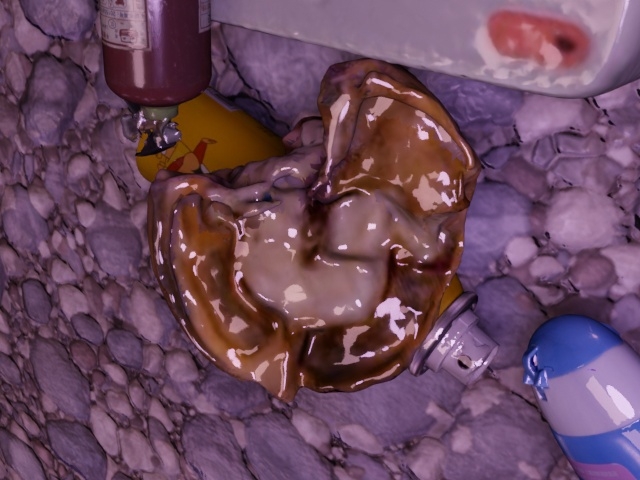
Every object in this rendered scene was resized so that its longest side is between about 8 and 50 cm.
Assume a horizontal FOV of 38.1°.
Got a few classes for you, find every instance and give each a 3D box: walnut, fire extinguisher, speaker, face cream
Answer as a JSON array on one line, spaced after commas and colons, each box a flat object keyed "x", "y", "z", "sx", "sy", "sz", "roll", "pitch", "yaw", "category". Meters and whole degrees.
[{"x": 0.008, "y": -0.003, "z": 0.667, "sx": 0.238, "sy": 0.141, "sz": 0.204, "roll": -29, "pitch": 94, "yaw": 13, "category": "walnut"}, {"x": -0.110, "y": -0.155, "z": 0.595, "sx": 0.099, "sy": 0.071, "sz": 0.231, "roll": 40, "pitch": 135, "yaw": 51, "category": "fire extinguisher"}, {"x": 0.050, "y": -0.215, "z": 0.613, "sx": 0.406, "sy": 0.184, "sz": 0.183, "roll": 20, "pitch": 119, "yaw": 28, "category": "speaker"}, {"x": 0.000, "y": 0.000, "z": 0.793, "sx": 0.349, "sy": 0.105, "sz": 0.105, "roll": 37, "pitch": 126, "yaw": 16, "category": "face cream"}, {"x": 0.239, "y": 0.170, "z": 0.689, "sx": 0.264, "sy": 0.083, "sz": 0.149, "roll": 57, "pitch": 166, "yaw": -4, "category": "face cream"}]
